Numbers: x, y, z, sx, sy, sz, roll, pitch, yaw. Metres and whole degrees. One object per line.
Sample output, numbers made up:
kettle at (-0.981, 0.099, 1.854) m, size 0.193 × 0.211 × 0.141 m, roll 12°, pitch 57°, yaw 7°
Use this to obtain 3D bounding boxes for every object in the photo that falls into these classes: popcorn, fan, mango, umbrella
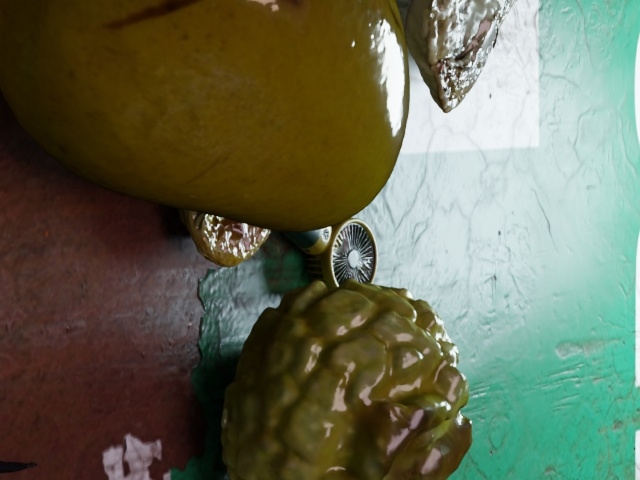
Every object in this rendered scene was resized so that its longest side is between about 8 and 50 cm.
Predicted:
popcorn at (0.026, 0.170, 1.714) m, size 0.237 × 0.206 × 0.251 m, roll -11°, pitch 64°, yaw -17°
fan at (0.000, 0.000, 1.832) m, size 0.155 × 0.039 × 0.082 m, roll 43°, pitch 59°, yaw -45°
mango at (-0.080, -0.143, 1.515) m, size 0.301 × 0.220 × 0.445 m, roll -40°, pitch 134°, yaw 3°
umbrella at (-0.270, 0.181, 1.479) m, size 0.022 × 0.022 × 0.149 m, roll -53°, pitch 148°, yaw 16°

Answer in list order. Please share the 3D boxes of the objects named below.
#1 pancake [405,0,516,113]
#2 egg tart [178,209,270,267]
pancake at (0.167, -0.319, 1.917) m, size 0.387 × 0.082 × 0.386 m, roll 16°, pitch 90°, yaw -73°
egg tart at (-0.088, -0.040, 1.694) m, size 0.130 × 0.052 × 0.130 m, roll -5°, pitch 96°, yaw -53°
